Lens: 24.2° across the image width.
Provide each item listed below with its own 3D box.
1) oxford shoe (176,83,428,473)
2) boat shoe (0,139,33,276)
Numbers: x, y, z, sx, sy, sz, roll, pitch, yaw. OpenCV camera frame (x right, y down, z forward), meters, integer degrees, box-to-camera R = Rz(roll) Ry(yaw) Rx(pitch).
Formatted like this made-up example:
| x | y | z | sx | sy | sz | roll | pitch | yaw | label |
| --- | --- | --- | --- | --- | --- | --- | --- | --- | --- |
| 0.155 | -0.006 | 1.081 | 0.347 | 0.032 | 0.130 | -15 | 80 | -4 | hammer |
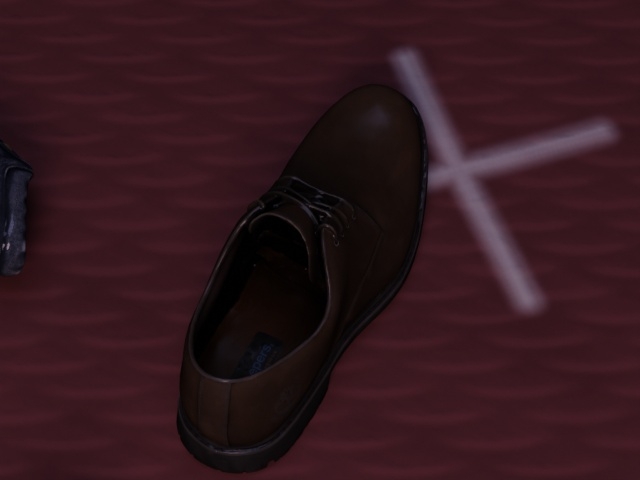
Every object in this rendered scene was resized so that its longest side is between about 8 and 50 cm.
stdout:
| x | y | z | sx | sy | sz | roll | pitch | yaw | label |
| --- | --- | --- | --- | --- | --- | --- | --- | --- | --- |
| 0.000 | 0.000 | 0.738 | 0.083 | 0.096 | 0.227 | 18 | 58 | 11 | oxford shoe |
| -0.201 | -0.052 | 0.789 | 0.083 | 0.065 | 0.183 | 6 | 48 | -23 | boat shoe |
